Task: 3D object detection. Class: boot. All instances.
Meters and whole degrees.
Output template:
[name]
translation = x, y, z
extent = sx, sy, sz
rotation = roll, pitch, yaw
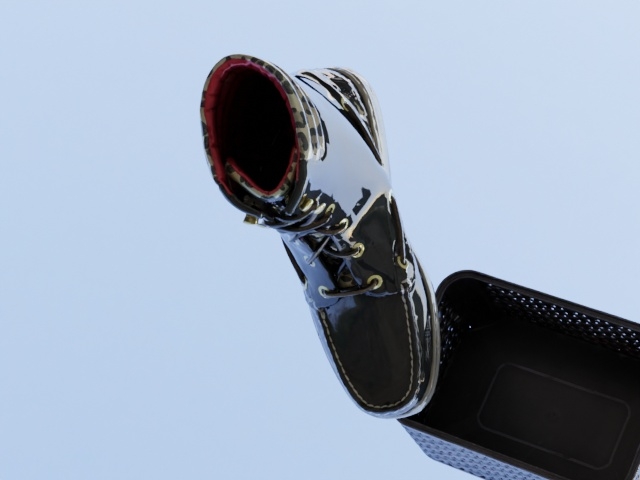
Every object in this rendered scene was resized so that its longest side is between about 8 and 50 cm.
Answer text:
[boot]
translation = -0.002, -0.001, 1.026
extent = 0.085, 0.178, 0.236
rotation = -14, -96, 19

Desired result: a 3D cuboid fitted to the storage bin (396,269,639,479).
[storage bin]
translation = 0.154, 0.109, 1.153
extent = 0.180, 0.084, 0.122
rotation = 18, -107, 25
